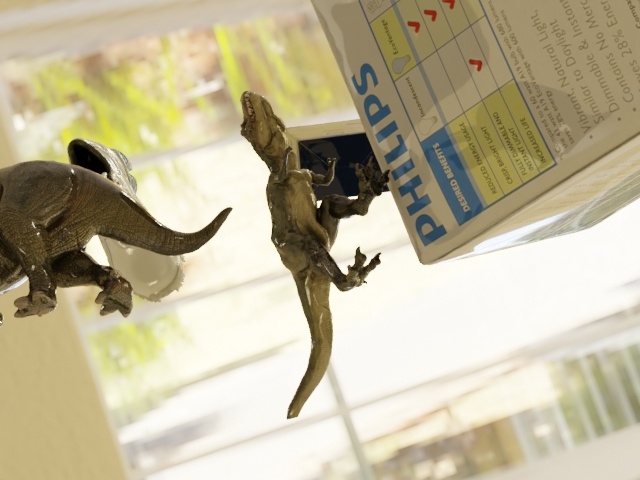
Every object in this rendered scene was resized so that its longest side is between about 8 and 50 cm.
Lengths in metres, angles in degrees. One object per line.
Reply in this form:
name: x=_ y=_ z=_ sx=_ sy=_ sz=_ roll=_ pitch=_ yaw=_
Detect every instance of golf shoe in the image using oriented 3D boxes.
golf shoe: x=-0.188 y=-0.021 z=1.778 sx=0.069 sy=0.176 sz=0.086 roll=-36 pitch=153 yaw=4

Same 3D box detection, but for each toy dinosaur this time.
toy dinosaur: x=0.000 y=0.000 z=1.549 sx=0.064 sy=0.268 sz=0.118 roll=3 pitch=163 yaw=-44
toy dinosaur: x=-0.226 y=0.001 z=1.397 sx=0.313 sy=0.160 sz=0.121 roll=-25 pitch=148 yaw=5

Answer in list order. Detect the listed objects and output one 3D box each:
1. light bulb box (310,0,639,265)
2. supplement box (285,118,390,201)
light bulb box: x=0.198 y=-0.220 z=1.533 sx=0.225 sy=0.358 sz=0.361 roll=-11 pitch=164 yaw=-43
supplement box: x=0.015 y=-0.072 z=1.708 sx=0.083 sy=0.056 sz=0.083 roll=-7 pitch=-168 yaw=-10
